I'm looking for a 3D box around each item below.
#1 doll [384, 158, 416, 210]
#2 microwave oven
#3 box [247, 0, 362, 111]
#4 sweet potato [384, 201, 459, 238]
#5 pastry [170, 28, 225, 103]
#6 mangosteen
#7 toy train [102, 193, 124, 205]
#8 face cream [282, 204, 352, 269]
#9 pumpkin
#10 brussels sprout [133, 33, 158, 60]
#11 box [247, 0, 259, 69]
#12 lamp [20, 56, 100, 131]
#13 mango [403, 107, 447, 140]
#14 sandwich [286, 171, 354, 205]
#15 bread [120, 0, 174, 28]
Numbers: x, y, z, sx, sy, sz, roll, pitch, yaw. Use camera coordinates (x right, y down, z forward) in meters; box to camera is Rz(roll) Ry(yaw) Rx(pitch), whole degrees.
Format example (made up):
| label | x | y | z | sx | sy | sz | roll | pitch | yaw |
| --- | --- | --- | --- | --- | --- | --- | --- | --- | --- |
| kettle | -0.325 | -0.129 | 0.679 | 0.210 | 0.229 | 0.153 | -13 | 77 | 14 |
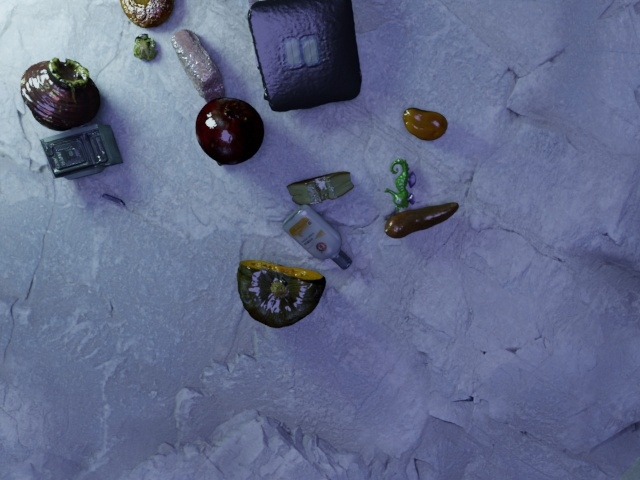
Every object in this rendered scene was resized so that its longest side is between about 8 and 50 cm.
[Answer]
| label | x | y | z | sx | sy | sz | roll | pitch | yaw |
| --- | --- | --- | --- | --- | --- | --- | --- | --- | --- |
| doll | 0.294 | -0.204 | 1.712 | 0.115 | 0.050 | 0.190 | 0 | 100 | -9 |
| microwave oven | -0.826 | -0.307 | 1.619 | 0.208 | 0.122 | 0.162 | -15 | 101 | 1 |
| box | -0.045 | -0.628 | 1.551 | 0.350 | 0.091 | 0.359 | -14 | 115 | -7 |
| sweet potato | 0.366 | -0.081 | 1.718 | 0.291 | 0.097 | 0.098 | -19 | 102 | -4 |
| pastry | -0.413 | -0.593 | 1.577 | 0.102 | 0.112 | 0.265 | -32 | 102 | -6 |
| mangosteen | -0.313 | -0.349 | 1.597 | 0.235 | 0.236 | 0.261 | 21 | 143 | -6 |
| toy train | -0.755 | -0.150 | 1.708 | 0.083 | 0.017 | 0.017 | 21 | 93 | -6 |
| face cream | 0.000 | 0.000 | 1.724 | 0.144 | 0.071 | 0.291 | -37 | 111 | 27 |
| pumpkin | -0.152 | 0.206 | 1.690 | 0.324 | 0.242 | 0.232 | 9 | 93 | 1 |
| brussels sprout | -0.599 | -0.660 | 1.586 | 0.085 | 0.058 | 0.085 | 1 | 87 | -10 |
| box | -0.213 | -0.700 | 1.587 | 0.039 | 0.055 | 0.218 | -8 | 103 | -3 |
| lamp | -0.846 | -0.482 | 1.525 | 0.246 | 0.247 | 0.247 | 0 | 102 | -2 |
| mango | 0.369 | -0.413 | 1.655 | 0.159 | 0.084 | 0.105 | 24 | 117 | 14 |
| sandwich | 0.002 | -0.187 | 1.686 | 0.244 | 0.088 | 0.090 | -14 | 106 | 1 |
| bread | -0.578 | -0.807 | 1.551 | 0.193 | 0.064 | 0.193 | 0 | 100 | 1 |
